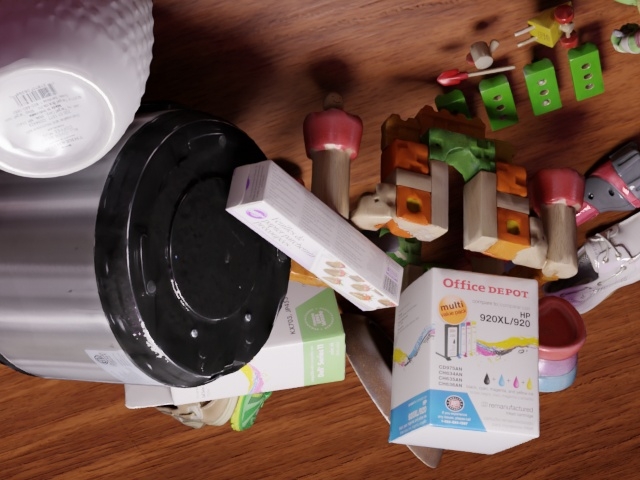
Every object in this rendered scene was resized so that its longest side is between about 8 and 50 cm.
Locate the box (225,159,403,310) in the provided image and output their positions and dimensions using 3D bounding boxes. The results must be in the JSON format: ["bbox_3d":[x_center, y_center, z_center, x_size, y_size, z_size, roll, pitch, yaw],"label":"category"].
[{"bbox_3d":[0.000,0.000,1.716,0.063,0.067,0.324,-11,148,34],"label":"box"}]

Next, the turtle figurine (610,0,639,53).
[{"bbox_3d":[0.444,-0.365,1.754,0.266,0.274,0.198,31,144,-14],"label":"turtle figurine"}]

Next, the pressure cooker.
[{"bbox_3d":[-0.301,0.010,1.725,0.421,0.375,0.369,-2,108,35],"label":"pressure cooker"}]

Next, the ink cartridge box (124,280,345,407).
[{"bbox_3d":[-0.152,0.139,2.062,0.354,0.207,0.119,-8,137,-7],"label":"ink cartridge box"}]

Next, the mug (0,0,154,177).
[{"bbox_3d":[-0.380,-0.236,1.505,0.374,0.328,0.276,-10,138,-5],"label":"mug"}]

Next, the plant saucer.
[{"bbox_3d":[0.129,0.244,2.182,0.050,0.310,0.310,-34,135,8],"label":"plant saucer"}]

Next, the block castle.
[{"bbox_3d":[0.144,-0.048,1.923,0.453,0.212,0.303,12,153,-19],"label":"block castle"}]

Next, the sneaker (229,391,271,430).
[{"bbox_3d":[-0.097,0.239,2.259,0.124,0.109,0.295,6,134,-16],"label":"sneaker"}]

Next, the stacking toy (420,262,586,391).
[{"bbox_3d":[0.265,0.162,2.136,0.309,0.279,0.130,-4,124,-16],"label":"stacking toy"}]

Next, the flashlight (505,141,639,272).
[{"bbox_3d":[0.417,-0.035,2.100,0.304,0.103,0.103,-38,170,18],"label":"flashlight"}]

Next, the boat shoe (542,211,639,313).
[{"bbox_3d":[0.495,0.029,2.202,0.096,0.098,0.277,20,129,-33],"label":"boat shoe"}]

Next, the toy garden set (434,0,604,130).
[{"bbox_3d":[0.281,-0.250,1.869,0.244,0.049,0.204,-19,148,8],"label":"toy garden set"}]

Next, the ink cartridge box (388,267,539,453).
[{"bbox_3d":[0.209,0.177,1.863,0.171,0.232,0.168,8,160,-14],"label":"ink cartridge box"}]

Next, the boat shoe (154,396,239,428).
[{"bbox_3d":[-0.212,0.258,2.199,0.098,0.109,0.302,19,158,-18],"label":"boat shoe"}]
